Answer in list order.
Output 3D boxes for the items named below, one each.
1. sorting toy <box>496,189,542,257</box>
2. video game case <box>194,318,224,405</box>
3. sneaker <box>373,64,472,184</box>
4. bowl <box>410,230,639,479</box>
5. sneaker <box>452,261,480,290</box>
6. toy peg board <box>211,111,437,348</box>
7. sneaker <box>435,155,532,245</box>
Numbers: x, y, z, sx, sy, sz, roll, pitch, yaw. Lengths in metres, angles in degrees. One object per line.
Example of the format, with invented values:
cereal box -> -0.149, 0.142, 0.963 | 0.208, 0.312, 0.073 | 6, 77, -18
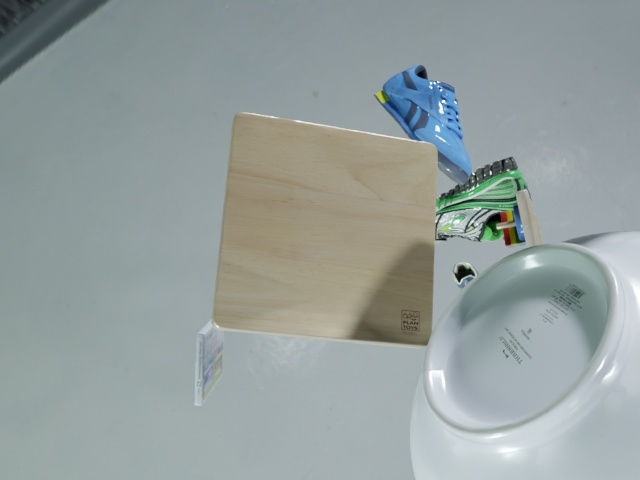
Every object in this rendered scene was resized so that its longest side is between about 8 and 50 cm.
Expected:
sorting toy -> 0.266, 0.010, 0.959 | 0.046, 0.274, 0.132 | -12, 83, 19
video game case -> -0.291, 0.305, 1.916 | 0.023, 0.212, 0.193 | 5, 101, 6
sneaker -> 0.137, -0.149, 0.870 | 0.082, 0.069, 0.209 | -39, 41, 11
bowl -> 0.161, 0.097, 0.472 | 0.298, 0.134, 0.297 | -38, 27, 23
sneaker -> 0.361, 0.082, 1.805 | 0.064, 0.192, 0.086 | -26, 112, 9
toy peg board -> 0.000, 0.000, 0.568 | 0.161, 0.079, 0.160 | 7, 76, -13
sneaker -> 0.314, -0.043, 1.619 | 0.344, 0.134, 0.146 | -35, 76, 43
